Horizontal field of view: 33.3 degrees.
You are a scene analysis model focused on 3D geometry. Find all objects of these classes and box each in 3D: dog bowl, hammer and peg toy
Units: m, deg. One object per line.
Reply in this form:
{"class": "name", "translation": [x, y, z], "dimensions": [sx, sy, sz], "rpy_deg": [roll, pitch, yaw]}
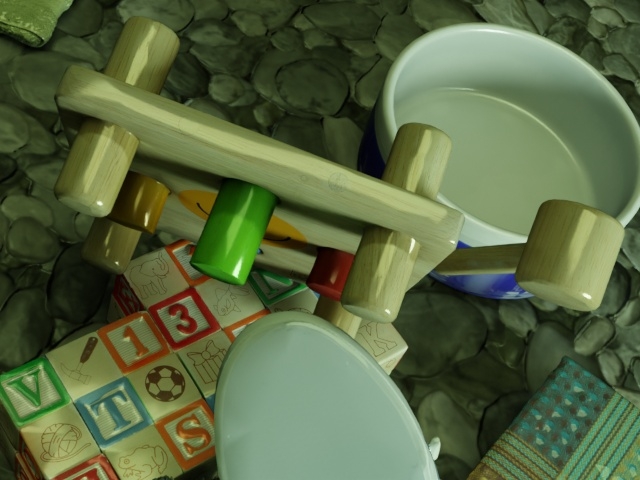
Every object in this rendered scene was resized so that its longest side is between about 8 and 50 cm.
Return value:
{"class": "dog bowl", "translation": [0.173, -0.079, 1.036], "dimensions": [0.265, 0.104, 0.265], "rpy_deg": [8, 56, -12]}
{"class": "hammer and peg toy", "translation": [0.000, 0.000, 0.744], "dimensions": [0.361, 0.266, 0.127], "rpy_deg": [21, 75, -3]}

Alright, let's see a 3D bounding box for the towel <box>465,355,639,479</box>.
{"class": "towel", "translation": [0.266, 0.295, 0.830], "dimensions": [0.370, 0.040, 0.271], "rpy_deg": [39, 62, 15]}

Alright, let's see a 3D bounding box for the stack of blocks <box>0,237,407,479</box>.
{"class": "stack of blocks", "translation": [-0.103, 0.098, 0.844], "dimensions": [0.297, 0.087, 0.171], "rpy_deg": [-26, 68, -29]}

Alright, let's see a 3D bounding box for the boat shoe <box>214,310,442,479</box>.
{"class": "boat shoe", "translation": [0.046, 0.204, 0.727], "dimensions": [0.136, 0.156, 0.367], "rpy_deg": [-31, 97, 3]}

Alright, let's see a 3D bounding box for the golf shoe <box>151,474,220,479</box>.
{"class": "golf shoe", "translation": [-0.086, 0.213, 0.725], "dimensions": [0.077, 0.198, 0.094], "rpy_deg": [-35, 73, 7]}

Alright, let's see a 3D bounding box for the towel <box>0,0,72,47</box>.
{"class": "towel", "translation": [-0.317, -0.250, 1.048], "dimensions": [0.148, 0.027, 0.110], "rpy_deg": [22, 53, -1]}
